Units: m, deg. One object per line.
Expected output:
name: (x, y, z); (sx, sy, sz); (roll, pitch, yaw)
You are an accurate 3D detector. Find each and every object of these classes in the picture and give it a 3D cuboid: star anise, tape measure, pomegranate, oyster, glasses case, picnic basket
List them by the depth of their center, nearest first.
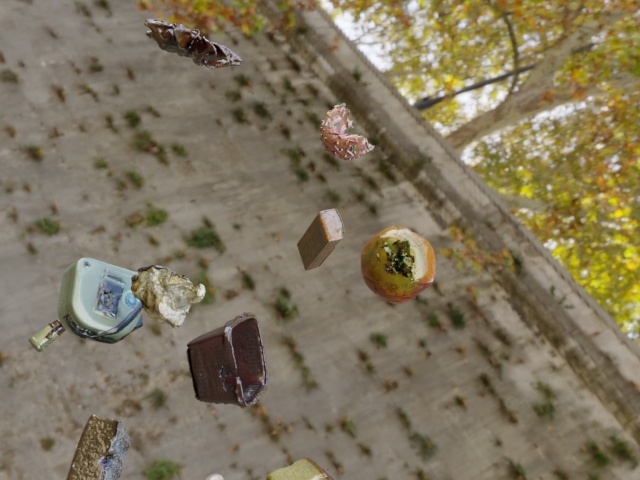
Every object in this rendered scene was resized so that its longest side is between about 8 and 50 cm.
oyster: (-0.359, 0.127, 1.930); (0.163, 0.191, 0.081); (64, 18, -12)
glasses case: (0.000, 0.000, 1.958); (0.218, 0.049, 0.075); (127, -54, -65)
picnic basket: (-0.228, 0.301, 2.036); (0.297, 0.129, 0.222); (-13, 91, -80)
tape measure: (-0.517, 0.159, 2.042); (0.115, 0.235, 0.207); (-31, -130, 41)
pomegranate: (0.209, 0.062, 2.209); (0.210, 0.210, 0.235); (63, -4, 10)
star anise: (-0.346, -0.532, 2.257); (0.288, 0.288, 0.088); (28, -85, 51)

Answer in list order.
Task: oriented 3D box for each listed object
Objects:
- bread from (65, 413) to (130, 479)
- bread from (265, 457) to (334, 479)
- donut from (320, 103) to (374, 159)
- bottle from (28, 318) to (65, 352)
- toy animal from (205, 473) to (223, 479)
bread: (-0.581, 0.656, 2.051); (0.165, 0.113, 0.416); (97, 5, -63)
bread: (0.005, 0.685, 1.850); (0.323, 0.143, 0.333); (-167, -118, -72)
donut: (0.052, -0.275, 2.160); (0.166, 0.117, 0.065); (53, -4, 31)
bottle: (-0.690, 0.239, 2.112); (0.063, 0.101, 0.047); (18, -39, 52)
toy animal: (-0.134, 0.510, 1.368); (0.345, 0.278, 0.246); (-129, -138, -61)
